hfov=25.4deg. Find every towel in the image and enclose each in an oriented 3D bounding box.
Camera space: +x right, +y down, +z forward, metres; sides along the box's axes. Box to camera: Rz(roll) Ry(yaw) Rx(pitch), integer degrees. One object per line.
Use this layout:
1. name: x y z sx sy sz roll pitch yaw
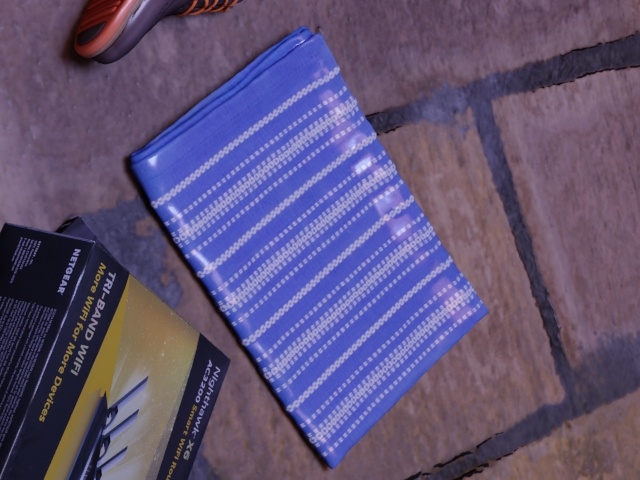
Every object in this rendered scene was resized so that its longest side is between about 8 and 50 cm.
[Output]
1. towel: 0.000 0.000 1.286 0.243 0.040 0.336 -41 105 -32

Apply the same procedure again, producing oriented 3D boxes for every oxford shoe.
1. oxford shoe: -0.106 -0.229 1.222 0.098 0.097 0.271 52 57 -23

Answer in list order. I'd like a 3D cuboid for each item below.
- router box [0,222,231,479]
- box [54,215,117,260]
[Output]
1. router box: -0.190 0.177 1.005 0.243 0.081 0.309 50 55 -60
2. box: -0.212 0.074 1.128 0.116 0.029 0.162 52 55 -17
